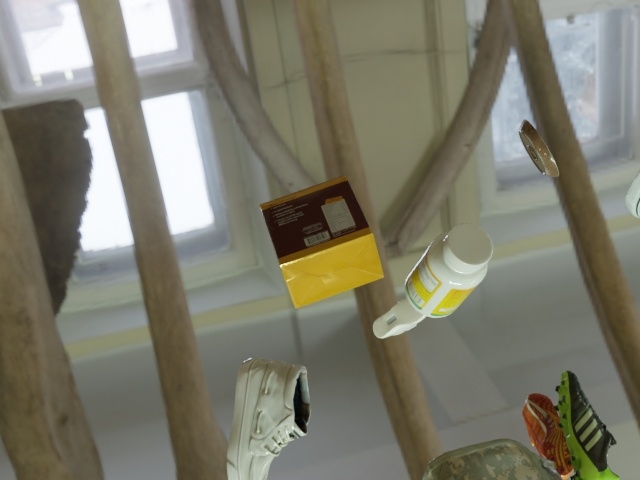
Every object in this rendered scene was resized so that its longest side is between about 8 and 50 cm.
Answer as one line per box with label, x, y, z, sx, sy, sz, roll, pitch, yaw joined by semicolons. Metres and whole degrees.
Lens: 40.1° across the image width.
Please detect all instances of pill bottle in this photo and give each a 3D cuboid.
pill bottle;0.242;0.054;1.641;0.117;0.208;0.118;6;-119;-11

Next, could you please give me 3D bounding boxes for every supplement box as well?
supplement box;0.000;0.000;1.769;0.191;0.129;0.194;-19;-137;-2

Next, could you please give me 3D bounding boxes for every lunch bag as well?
lunch bag;0.274;0.411;1.194;0.169;0.287;0.235;-37;-128;15

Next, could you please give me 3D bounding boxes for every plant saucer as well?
plant saucer;0.547;-0.227;2.217;0.029;0.168;0.168;-31;-154;5

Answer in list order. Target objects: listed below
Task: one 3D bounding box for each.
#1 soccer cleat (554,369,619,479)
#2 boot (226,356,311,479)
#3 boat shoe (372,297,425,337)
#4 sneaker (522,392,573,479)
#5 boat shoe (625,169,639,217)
soccer cleat;0.401;0.283;1.322;0.072;0.060;0.179;-3;-114;-5
boot;-0.084;0.337;1.518;0.123;0.258;0.095;2;179;25
boat shoe;0.203;0.183;2.072;0.063;0.184;0.066;-1;-122;-42
sneaker;0.391;0.340;1.495;0.064;0.067;0.175;1;-145;-4
boat shoe;0.738;-0.119;1.855;0.121;0.335;0.119;-43;-113;-10
